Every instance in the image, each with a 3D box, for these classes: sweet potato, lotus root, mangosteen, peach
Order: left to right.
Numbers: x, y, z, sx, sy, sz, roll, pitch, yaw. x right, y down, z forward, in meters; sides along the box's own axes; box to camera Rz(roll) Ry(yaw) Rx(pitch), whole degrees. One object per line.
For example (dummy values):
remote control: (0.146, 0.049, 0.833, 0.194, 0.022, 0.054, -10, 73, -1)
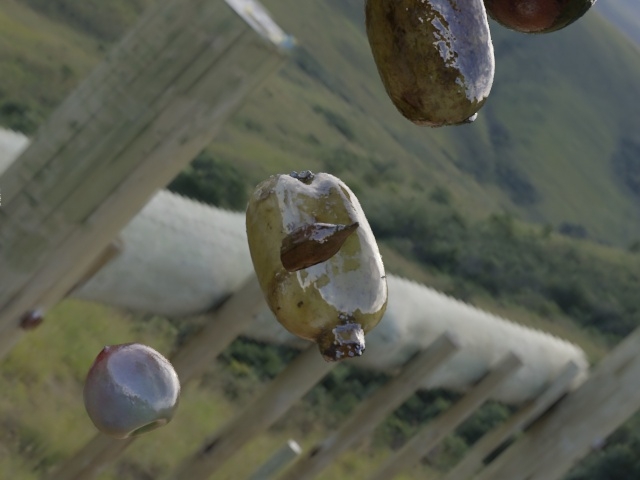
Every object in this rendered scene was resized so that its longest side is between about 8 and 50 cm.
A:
peach: (-0.158, 0.125, 1.139, 0.083, 0.083, 0.083, 43, 12, -12)
lotus root: (-0.004, 0.027, 1.722, 0.146, 0.160, 0.284, 79, -5, -62)
sweet potato: (0.000, 0.000, 1.538, 0.049, 0.117, 0.049, 30, 48, -40)
lotus root: (0.128, -0.262, 1.630, 0.128, 0.145, 0.260, -42, 119, -66)
mangosteen: (0.326, -0.457, 2.128, 0.261, 0.235, 0.235, 44, 12, -23)
